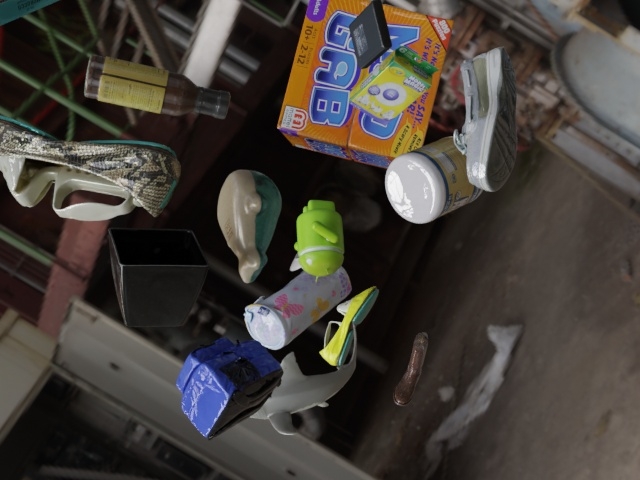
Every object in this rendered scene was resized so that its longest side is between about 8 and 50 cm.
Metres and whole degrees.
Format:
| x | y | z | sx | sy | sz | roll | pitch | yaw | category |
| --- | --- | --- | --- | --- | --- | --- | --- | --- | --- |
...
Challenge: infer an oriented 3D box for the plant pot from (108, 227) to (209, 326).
| x | y | z | sx | sy | sz | roll | pitch | yaw | category |
| --- | --- | --- | --- | --- | --- | --- | --- | --- | --- |
| -0.361 | 0.086 | 1.885 | 0.187 | 0.188 | 0.166 | -128 | 43 | -57 | plant pot |

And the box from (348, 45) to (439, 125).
| x | y | z | sx | sy | sz | roll | pitch | yaw | category |
| --- | --- | --- | --- | --- | --- | --- | --- | --- | --- |
| 0.154 | -0.323 | 1.811 | 0.179 | 0.105 | 0.043 | -40 | 31 | 42 | box |

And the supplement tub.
| x | y | z | sx | sy | sz | roll | pitch | yaw | category |
| --- | --- | --- | --- | --- | --- | --- | --- | --- | --- |
| 0.243 | -0.128 | 1.750 | 0.200 | 0.144 | 0.144 | -24 | -22 | -39 | supplement tub |

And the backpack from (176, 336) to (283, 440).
| x | y | z | sx | sy | sz | roll | pitch | yaw | category |
| --- | --- | --- | --- | --- | --- | --- | --- | --- | --- |
| -0.112 | 0.174 | 1.101 | 0.120 | 0.101 | 0.098 | -17 | -30 | -49 | backpack |

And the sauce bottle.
| x | y | z | sx | sy | sz | roll | pitch | yaw | category |
| --- | --- | --- | --- | --- | --- | --- | --- | --- | --- |
| -0.395 | -0.363 | 2.111 | 0.111 | 0.345 | 0.111 | -168 | 90 | -75 | sauce bottle |

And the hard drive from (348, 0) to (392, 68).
| x | y | z | sx | sy | sz | roll | pitch | yaw | category |
| --- | --- | --- | --- | --- | --- | --- | --- | --- | --- |
| 0.095 | -0.395 | 1.670 | 0.135 | 0.022 | 0.094 | 161 | 96 | -72 | hard drive |

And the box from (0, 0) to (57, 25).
| x | y | z | sx | sy | sz | roll | pitch | yaw | category |
| --- | --- | --- | --- | --- | --- | --- | --- | --- | --- |
| -0.705 | -0.588 | 2.041 | 0.244 | 0.100 | 0.060 | -36 | -27 | -30 | box |

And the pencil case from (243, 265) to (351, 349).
| x | y | z | sx | sy | sz | roll | pitch | yaw | category |
| --- | --- | --- | --- | --- | --- | --- | --- | --- | --- |
| -0.049 | 0.141 | 1.980 | 0.273 | 0.124 | 0.113 | -33 | -47 | -43 | pencil case |

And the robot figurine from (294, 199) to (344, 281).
| x | y | z | sx | sy | sz | roll | pitch | yaw | category |
| --- | --- | --- | --- | --- | --- | --- | --- | --- | --- |
| 0.000 | 0.000 | 1.250 | 0.101 | 0.067 | 0.115 | 136 | 135 | -61 | robot figurine |

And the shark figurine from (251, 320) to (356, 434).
| x | y | z | sx | sy | sz | roll | pitch | yaw | category |
| --- | --- | --- | --- | --- | --- | --- | --- | --- | --- |
| -0.024 | 0.230 | 1.483 | 0.278 | 0.116 | 0.166 | -19 | 21 | -24 | shark figurine |

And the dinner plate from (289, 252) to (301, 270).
| x | y | z | sx | sy | sz | roll | pitch | yaw | category |
| --- | --- | --- | --- | --- | --- | --- | --- | --- | --- |
| -0.016 | 0.015 | 1.871 | 0.141 | 0.017 | 0.141 | -40 | 11 | 9 | dinner plate |

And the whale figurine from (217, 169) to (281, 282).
| x | y | z | sx | sy | sz | roll | pitch | yaw | category |
| --- | --- | --- | --- | --- | --- | --- | --- | --- | --- |
| -0.154 | -0.037 | 2.053 | 0.216 | 0.141 | 0.272 | 126 | 138 | -51 | whale figurine |

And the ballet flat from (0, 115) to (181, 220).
| x | y | z | sx | sy | sz | roll | pitch | yaw | category |
| --- | --- | --- | --- | --- | --- | --- | --- | --- | --- |
| -0.519 | -0.138 | 1.762 | 0.164 | 0.483 | 0.182 | 57 | -132 | -66 | ballet flat |

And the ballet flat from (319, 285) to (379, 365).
| x | y | z | sx | sy | sz | roll | pitch | yaw | category |
| --- | --- | --- | --- | --- | --- | --- | --- | --- | --- |
| 0.066 | 0.209 | 2.221 | 0.231 | 0.077 | 0.077 | -64 | -21 | 2 | ballet flat |

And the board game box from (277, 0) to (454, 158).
| x | y | z | sx | sy | sz | roll | pitch | yaw | category |
| --- | --- | --- | --- | --- | --- | --- | --- | --- | --- |
| 0.120 | -0.396 | 2.252 | 0.356 | 0.357 | 0.356 | 5 | -80 | -85 | board game box |

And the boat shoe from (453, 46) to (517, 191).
| x | y | z | sx | sy | sz | roll | pitch | yaw | category |
| --- | --- | --- | --- | --- | --- | --- | --- | --- | --- |
| 0.299 | -0.223 | 1.605 | 0.103 | 0.118 | 0.320 | -9 | 55 | 29 | boat shoe |

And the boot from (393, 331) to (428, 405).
| x | y | z | sx | sy | sz | roll | pitch | yaw | category |
| --- | --- | --- | --- | --- | --- | --- | --- | --- | --- |
| 0.170 | 0.236 | 1.602 | 0.106 | 0.037 | 0.114 | -58 | -16 | -51 | boot |
